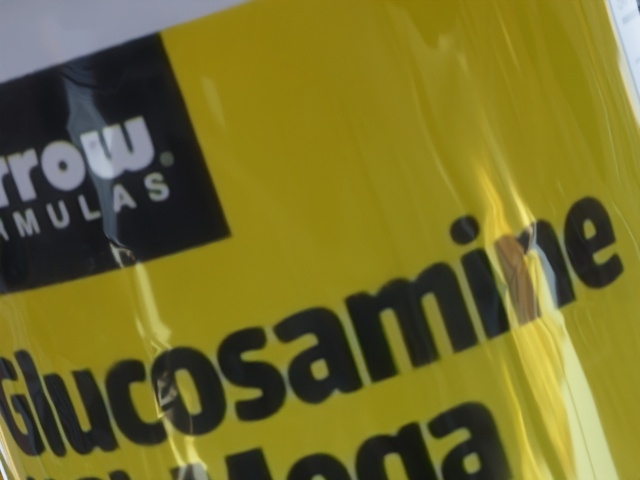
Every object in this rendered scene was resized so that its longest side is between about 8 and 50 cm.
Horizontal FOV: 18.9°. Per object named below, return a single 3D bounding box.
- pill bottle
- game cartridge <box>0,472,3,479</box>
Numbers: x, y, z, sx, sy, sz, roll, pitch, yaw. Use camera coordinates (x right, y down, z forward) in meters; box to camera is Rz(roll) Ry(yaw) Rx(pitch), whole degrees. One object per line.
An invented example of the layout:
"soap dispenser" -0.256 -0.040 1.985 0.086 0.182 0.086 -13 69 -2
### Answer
"pill bottle" 0.000 0.000 0.474 0.188 0.334 0.188 -19 -171 3
"game cartridge" -0.235 0.119 0.980 0.052 0.285 0.323 -25 -144 -27
